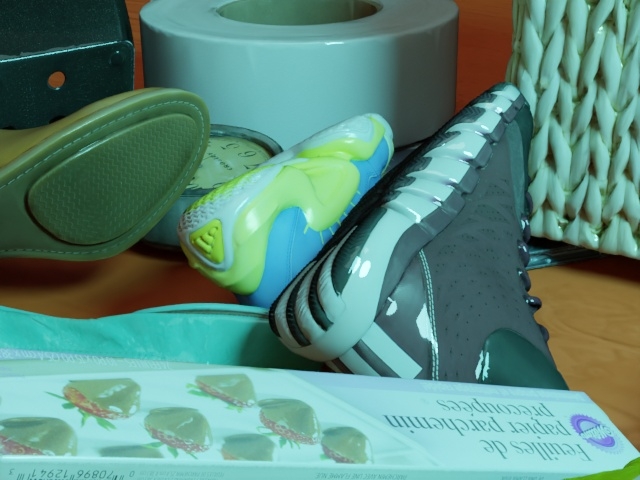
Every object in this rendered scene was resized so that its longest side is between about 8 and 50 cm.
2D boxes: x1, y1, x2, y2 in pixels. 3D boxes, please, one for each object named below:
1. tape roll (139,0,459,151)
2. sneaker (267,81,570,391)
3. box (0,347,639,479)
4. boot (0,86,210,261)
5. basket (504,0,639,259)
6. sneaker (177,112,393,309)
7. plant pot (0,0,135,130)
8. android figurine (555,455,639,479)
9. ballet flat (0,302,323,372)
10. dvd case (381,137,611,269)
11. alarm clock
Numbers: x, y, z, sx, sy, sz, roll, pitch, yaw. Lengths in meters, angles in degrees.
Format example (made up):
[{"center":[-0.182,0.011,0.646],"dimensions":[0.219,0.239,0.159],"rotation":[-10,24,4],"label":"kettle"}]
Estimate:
[{"center":[-0.020,-0.162,1.094],"dimensions":[0.286,0.100,0.286],"rotation":[-1,23,0],"label":"tape roll"},{"center":[0.091,0.027,0.708],"dimensions":[0.162,0.106,0.281],"rotation":[47,42,-4],"label":"sneaker"},{"center":[0.002,0.097,0.504],"dimensions":[0.324,0.067,0.063],"rotation":[8,28,-35],"label":"box"},{"center":[-0.236,-0.052,0.833],"dimensions":[0.283,0.109,0.220],"rotation":[-39,47,-13],"label":"boot"},{"center":[0.297,-0.175,0.871],"dimensions":[0.266,0.331,0.328],"rotation":[12,27,19],"label":"basket"},{"center":[0.000,0.000,0.798],"dimensions":[0.091,0.126,0.240],"rotation":[-26,5,35],"label":"sneaker"},{"center":[-0.241,-0.136,0.987],"dimensions":[0.187,0.188,0.167],"rotation":[-15,42,-28],"label":"plant pot"},{"center":[0.042,0.133,0.363],"dimensions":[0.248,0.056,0.273],"rotation":[-31,-7,-16],"label":"android figurine"},{"center":[-0.120,0.083,0.668],"dimensions":[0.247,0.083,0.087],"rotation":[2,51,5],"label":"ballet flat"},{"center":[0.099,-0.031,0.944],"dimensions":[0.165,0.018,0.221],"rotation":[-9,28,-17],"label":"dvd case"},{"center":[-0.108,-0.034,0.898],"dimensions":[0.192,0.064,0.129],"rotation":[-10,29,-26],"label":"alarm clock"}]
